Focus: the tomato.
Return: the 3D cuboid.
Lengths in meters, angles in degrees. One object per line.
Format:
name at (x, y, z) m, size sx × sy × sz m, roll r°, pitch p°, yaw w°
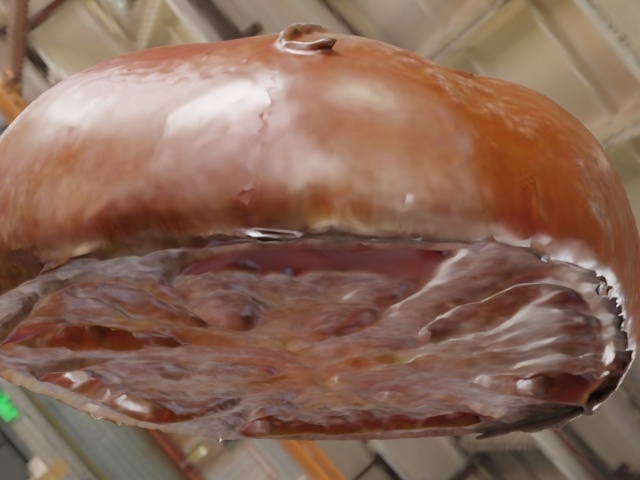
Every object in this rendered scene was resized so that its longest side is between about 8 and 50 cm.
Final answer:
tomato at (0.000, 0.000, 0.442) m, size 0.237 × 0.095 × 0.236 m, roll 2°, pitch -21°, yaw 1°
